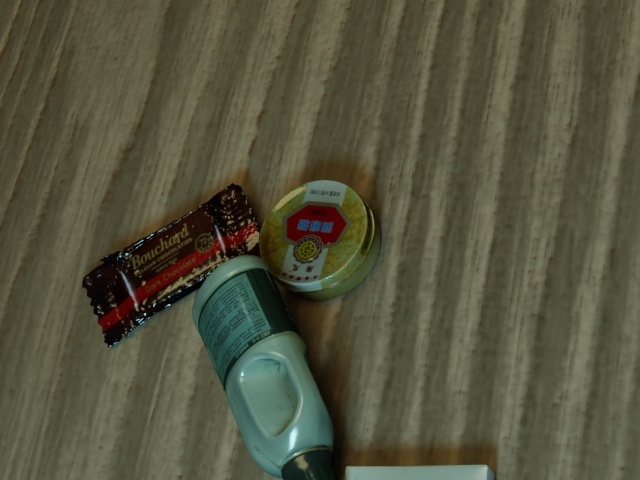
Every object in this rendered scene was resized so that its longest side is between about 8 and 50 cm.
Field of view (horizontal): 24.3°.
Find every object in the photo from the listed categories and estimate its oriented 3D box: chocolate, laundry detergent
[{"bbox_3d":[-0.134,0.022,1.356,0.182,0.028,0.086,-32,61,8],"label":"chocolate"},{"bbox_3d":[-0.038,0.123,1.213,0.099,0.070,0.225,-58,43,35],"label":"laundry detergent"}]

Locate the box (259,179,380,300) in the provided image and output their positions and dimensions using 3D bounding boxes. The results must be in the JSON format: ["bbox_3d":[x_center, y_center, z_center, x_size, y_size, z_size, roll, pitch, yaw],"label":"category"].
[{"bbox_3d":[0.000,0.000,1.294,0.106,0.037,0.105,-12,59,21],"label":"box"}]

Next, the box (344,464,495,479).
[{"bbox_3d":[0.064,0.276,1.112,0.122,0.032,0.220,-4,61,24],"label":"box"}]
